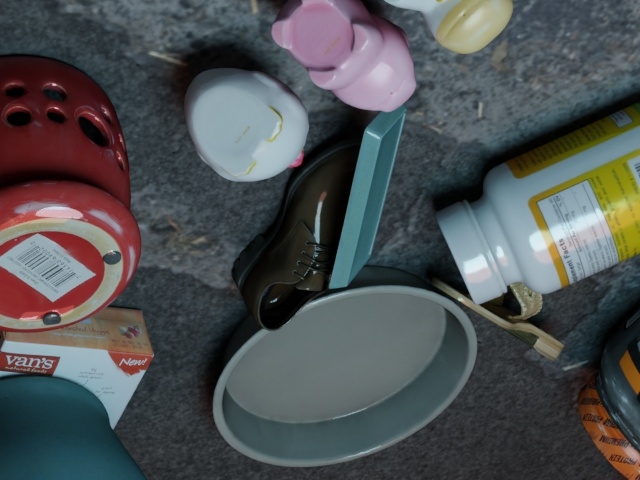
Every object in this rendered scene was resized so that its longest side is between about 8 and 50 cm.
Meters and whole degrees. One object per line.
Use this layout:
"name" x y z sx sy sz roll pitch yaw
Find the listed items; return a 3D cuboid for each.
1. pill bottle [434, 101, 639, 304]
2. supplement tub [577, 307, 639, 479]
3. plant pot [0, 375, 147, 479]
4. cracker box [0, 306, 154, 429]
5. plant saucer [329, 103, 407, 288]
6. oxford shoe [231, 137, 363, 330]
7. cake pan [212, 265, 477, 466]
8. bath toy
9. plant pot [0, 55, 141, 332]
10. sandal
"pill bottle" 0.243 -0.031 1.561 0.246 0.136 0.136 -24 139 4
"supplement tub" 0.456 0.120 1.759 0.207 0.207 0.338 19 125 -37
"plant pot" -0.268 0.278 1.487 0.271 0.255 0.271 -10 137 -10
"cracker box" -0.283 0.161 1.600 0.156 0.067 0.232 8 131 -29
"plant saucer" 0.044 -0.040 1.451 0.018 0.067 0.192 24 132 15
"oxford shoe" 0.000 0.000 1.526 0.083 0.096 0.227 11 128 -30
"cake pan" 0.022 0.133 1.707 0.293 0.054 0.293 -12 138 -11
"bath toy" 0.039 -0.176 1.339 0.348 0.129 0.151 -41 91 18
"plant pot" -0.249 -0.029 1.333 0.191 0.174 0.191 -10 139 -9
"sandal" 0.203 0.054 1.699 0.240 0.088 0.079 31 92 -50
